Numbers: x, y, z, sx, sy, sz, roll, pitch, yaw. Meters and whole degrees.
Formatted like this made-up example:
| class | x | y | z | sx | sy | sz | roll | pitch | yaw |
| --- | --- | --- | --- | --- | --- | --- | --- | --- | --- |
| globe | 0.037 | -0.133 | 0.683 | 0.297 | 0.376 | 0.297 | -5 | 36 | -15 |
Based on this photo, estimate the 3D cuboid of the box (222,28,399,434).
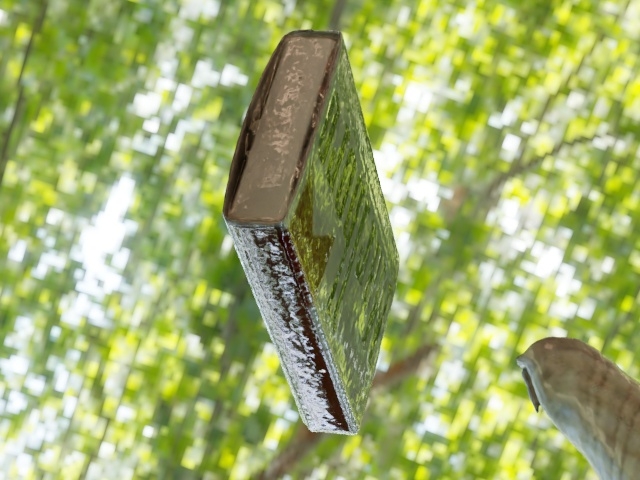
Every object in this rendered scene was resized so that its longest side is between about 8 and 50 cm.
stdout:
| class | x | y | z | sx | sy | sz | roll | pitch | yaw |
| --- | --- | --- | --- | --- | --- | --- | --- | --- | --- |
| box | 0.000 | 0.000 | 0.871 | 0.036 | 0.177 | 0.115 | 5 | -126 | 18 |

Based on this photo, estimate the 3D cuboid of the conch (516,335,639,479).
| class | x | y | z | sx | sy | sz | roll | pitch | yaw |
| --- | --- | --- | --- | --- | --- | --- | --- | --- | --- |
| conch | 0.175 | 0.117 | 0.649 | 0.137 | 0.114 | 0.234 | -5 | -117 | -15 |
